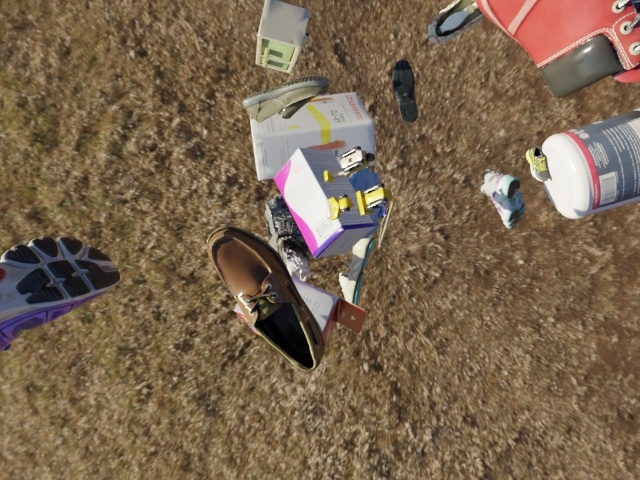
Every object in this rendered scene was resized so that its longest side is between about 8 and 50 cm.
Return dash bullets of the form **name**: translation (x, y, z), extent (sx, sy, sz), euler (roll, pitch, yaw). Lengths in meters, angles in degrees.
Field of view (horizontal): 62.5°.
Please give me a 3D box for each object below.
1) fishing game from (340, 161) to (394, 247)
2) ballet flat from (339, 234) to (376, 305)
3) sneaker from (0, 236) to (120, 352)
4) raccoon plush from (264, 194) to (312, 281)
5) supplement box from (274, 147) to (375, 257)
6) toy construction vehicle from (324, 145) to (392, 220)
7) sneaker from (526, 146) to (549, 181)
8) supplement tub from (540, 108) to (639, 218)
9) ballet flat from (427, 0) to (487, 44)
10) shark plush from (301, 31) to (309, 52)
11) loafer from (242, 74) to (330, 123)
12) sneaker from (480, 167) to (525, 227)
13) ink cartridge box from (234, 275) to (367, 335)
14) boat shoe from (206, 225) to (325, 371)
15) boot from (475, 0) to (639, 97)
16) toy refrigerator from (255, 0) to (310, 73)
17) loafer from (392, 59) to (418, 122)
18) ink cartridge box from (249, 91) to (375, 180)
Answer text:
- **fishing game**: translation (0.107, -0.099, 1.376), extent (0.041, 0.264, 0.189), euler (6, 77, 40)
- **ballet flat**: translation (0.099, 0.087, 1.568), extent (0.086, 0.086, 0.249), euler (16, 108, 6)
- **sneaker**: translation (-0.246, 0.051, 0.421), extent (0.068, 0.169, 0.071), euler (48, 134, 17)
- **raccoon plush**: translation (0.000, 0.000, 1.700), extent (0.298, 0.447, 0.216), euler (-10, 132, -12)
- **supplement box**: translation (0.006, -0.086, 1.173), extent (0.111, 0.113, 0.220), euler (-44, 65, 38)
- **toy construction vehicle**: translation (0.047, -0.070, 0.681), extent (0.098, 0.035, 0.086), euler (-25, 71, 40)
- **sneaker**: translation (0.483, -0.170, 1.168), extent (0.031, 0.035, 0.083), euler (-17, 72, -10)
- **supplement tub**: translation (0.639, -0.170, 1.137), extent (0.272, 0.191, 0.191), euler (-17, 88, 3)
- **ballet flat**: translation (0.364, -0.553, 1.258), extent (0.241, 0.077, 0.091), euler (-36, 101, 23)
- **shark plush**: translation (-0.114, -0.690, 1.801), extent (0.161, 0.073, 0.067), euler (-6, 51, -13)
- **loafer**: translation (-0.086, -0.384, 1.446), extent (0.251, 0.094, 0.088), euler (-11, 116, 19)
- **sneaker**: translation (0.259, -0.067, 0.770), extent (0.038, 0.098, 0.069), euler (-35, 44, -13)
- **ink cartridge box**: translation (-0.040, 0.198, 1.284), extent (0.271, 0.309, 0.130), euler (23, 74, 9)
- **boat shoe**: translation (-0.090, 0.103, 0.949), extent (0.110, 0.104, 0.307), euler (-39, 103, 7)
- **boot**: translation (0.237, -0.223, 0.390), extent (0.088, 0.244, 0.176), euler (-34, 84, -32)
- **toy refrigerator**: translation (-0.098, -0.481, 1.277), extent (0.102, 0.269, 0.094), euler (12, 94, -10)
- **loafer**: translation (0.233, -0.406, 1.451), extent (0.062, 0.061, 0.170), euler (-5, 96, 12)
- **ink cartridge box**: translation (-0.033, -0.355, 1.751), extent (0.384, 0.279, 0.161), euler (-8, 126, -5)
